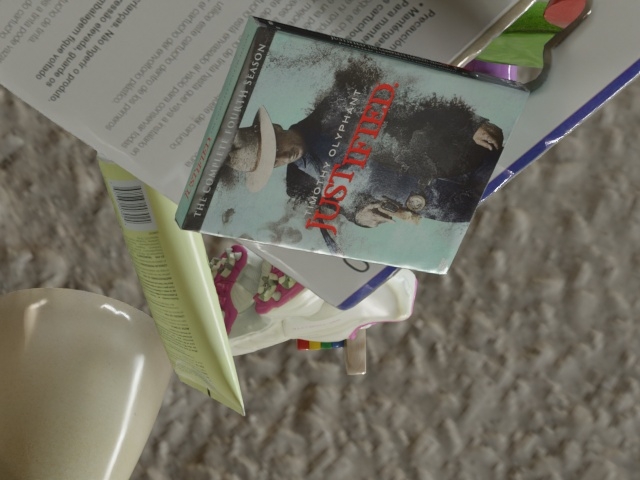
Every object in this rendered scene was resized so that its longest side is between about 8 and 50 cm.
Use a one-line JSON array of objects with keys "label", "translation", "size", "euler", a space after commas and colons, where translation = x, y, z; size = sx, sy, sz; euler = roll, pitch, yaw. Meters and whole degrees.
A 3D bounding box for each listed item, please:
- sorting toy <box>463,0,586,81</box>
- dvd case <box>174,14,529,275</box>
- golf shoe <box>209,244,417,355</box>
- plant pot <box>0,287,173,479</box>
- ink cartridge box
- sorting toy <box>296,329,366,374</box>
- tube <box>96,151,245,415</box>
[{"label": "sorting toy", "translation": [0.172, -0.196, 1.110], "size": [0.127, 0.365, 0.126], "euler": [5, 87, -16]}, {"label": "dvd case", "translation": [0.013, -0.033, 0.592], "size": [0.119, 0.013, 0.087], "euler": [11, 116, -27]}, {"label": "golf shoe", "translation": [-0.025, 0.062, 1.463], "size": [0.140, 0.306, 0.115], "euler": [22, 70, -22]}, {"label": "plant pot", "translation": [-0.323, 0.241, 1.898], "size": [0.256, 0.256, 0.274], "euler": [21, 54, -21]}, {"label": "ink cartridge box", "translation": [-0.018, -0.156, 0.592], "size": [0.330, 0.071, 0.324], "euler": [34, 129, -19]}, {"label": "sorting toy", "translation": [0.000, 0.000, 1.993], "size": [0.089, 0.257, 0.255], "euler": [-3, 120, -3]}, {"label": "tube", "translation": [-0.115, 0.027, 1.227], "size": [0.062, 0.070, 0.240], "euler": [-10, 117, 7]}]
